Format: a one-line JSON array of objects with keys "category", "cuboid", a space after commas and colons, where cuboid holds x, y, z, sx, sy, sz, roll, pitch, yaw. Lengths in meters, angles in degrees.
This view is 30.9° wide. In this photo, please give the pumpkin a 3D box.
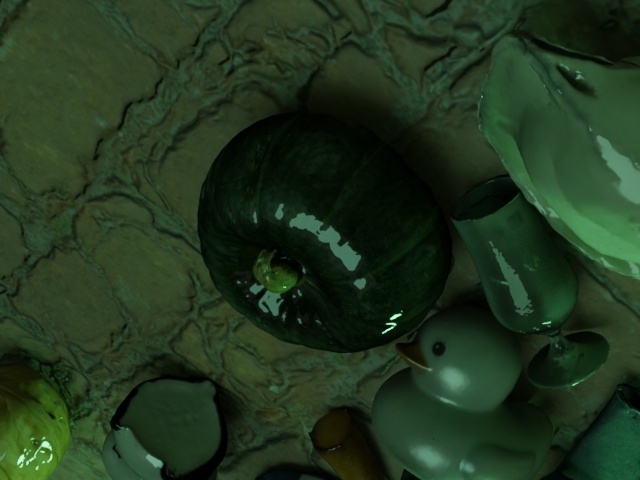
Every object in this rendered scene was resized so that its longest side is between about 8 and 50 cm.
[{"category": "pumpkin", "cuboid": [0.000, 0.000, 1.316, 0.300, 0.207, 0.300, 18, 134, 19]}]

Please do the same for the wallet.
[{"category": "wallet", "cuboid": [0.384, 0.331, 1.477, 0.190, 0.046, 0.379, 31, 140, 9]}]

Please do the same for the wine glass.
[{"category": "wine glass", "cuboid": [0.231, 0.045, 1.286, 0.103, 0.103, 0.231, -11, 117, 39]}]

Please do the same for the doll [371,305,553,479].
[{"category": "doll", "cuboid": [0.183, 0.188, 1.410, 0.251, 0.221, 0.221, 25, 142, -23]}]

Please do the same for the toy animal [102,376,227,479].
[{"category": "toy animal", "cuboid": [-0.241, 0.331, 1.801, 0.187, 0.165, 0.235, 41, 140, 13]}]

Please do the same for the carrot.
[{"category": "carrot", "cuboid": [0.061, 0.338, 1.690, 0.072, 0.072, 0.205, -7, 128, 37]}]

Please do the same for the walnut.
[{"category": "walnut", "cuboid": [-0.524, 0.312, 1.948, 0.195, 0.195, 0.222, 4, 134, 30]}]

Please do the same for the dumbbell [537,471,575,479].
[{"category": "dumbbell", "cuboid": [0.287, 0.446, 1.513, 0.144, 0.160, 0.325, 0, 138, -4]}]

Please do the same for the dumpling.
[{"category": "dumpling", "cuboid": [0.310, -0.056, 1.104, 0.341, 0.181, 0.260, 10, 154, -6]}]

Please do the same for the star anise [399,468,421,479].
[{"category": "star anise", "cuboid": [0.153, 0.460, 1.597, 0.117, 0.332, 0.332, 4, 137, -11]}]

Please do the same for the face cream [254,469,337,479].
[{"category": "face cream", "cuboid": [-0.042, 0.510, 1.792, 0.249, 0.225, 0.249, 16, 135, 17]}]
